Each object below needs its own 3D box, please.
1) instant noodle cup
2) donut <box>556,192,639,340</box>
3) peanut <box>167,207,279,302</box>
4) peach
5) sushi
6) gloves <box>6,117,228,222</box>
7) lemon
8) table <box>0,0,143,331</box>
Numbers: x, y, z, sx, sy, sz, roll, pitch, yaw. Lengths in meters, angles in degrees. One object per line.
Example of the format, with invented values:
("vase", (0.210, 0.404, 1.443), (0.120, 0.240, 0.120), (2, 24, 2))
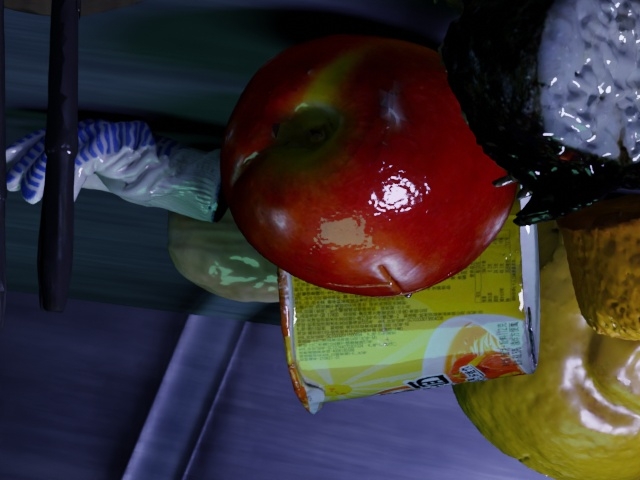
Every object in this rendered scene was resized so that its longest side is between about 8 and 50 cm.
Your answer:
("instant noodle cup", (0.083, 0.015, 1.510), (0.200, 0.264, 0.264), (-3, 169, 10))
("donut", (0.290, 0.005, 1.209), (0.253, 0.118, 0.253), (-7, -177, 0))
("peanut", (0.000, 0.000, 1.771), (0.313, 0.152, 0.152), (6, 172, -9))
("peach", (0.039, -0.050, 1.269), (0.190, 0.196, 0.226), (42, -172, 31))
("sushi", (0.169, -0.080, 1.081), (0.212, 0.147, 0.115), (6, 170, -41))
("gloves", (-0.191, -0.068, 1.659), (0.229, 0.097, 0.119), (3, 167, 2))
("lemon", (0.262, 0.098, 1.704), (0.297, 0.297, 0.297), (8, 171, 1))
("table", (-0.255, -0.084, 1.096), (0.317, 0.249, 0.317), (8, 171, 1))
